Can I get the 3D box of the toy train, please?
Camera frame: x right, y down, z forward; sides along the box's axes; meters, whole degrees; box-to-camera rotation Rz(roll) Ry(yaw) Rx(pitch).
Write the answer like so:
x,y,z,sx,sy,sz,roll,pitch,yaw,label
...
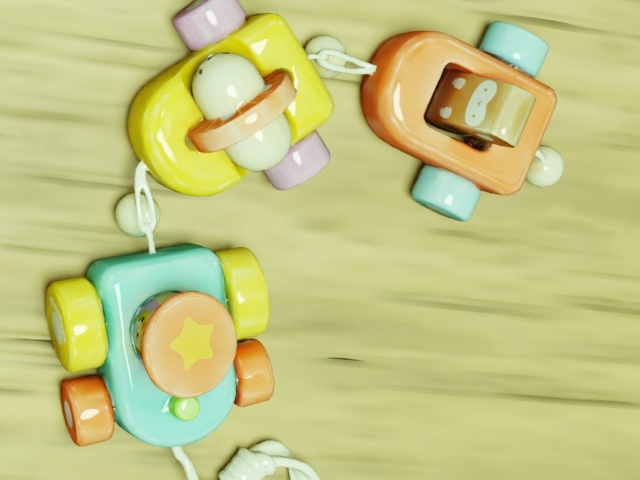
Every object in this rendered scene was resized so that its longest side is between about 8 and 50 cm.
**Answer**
x,y,z,sx,sy,sz,roll,pitch,yaw,label
0.000,0.000,0.533,0.125,0.046,0.166,31,84,-21,toy train
